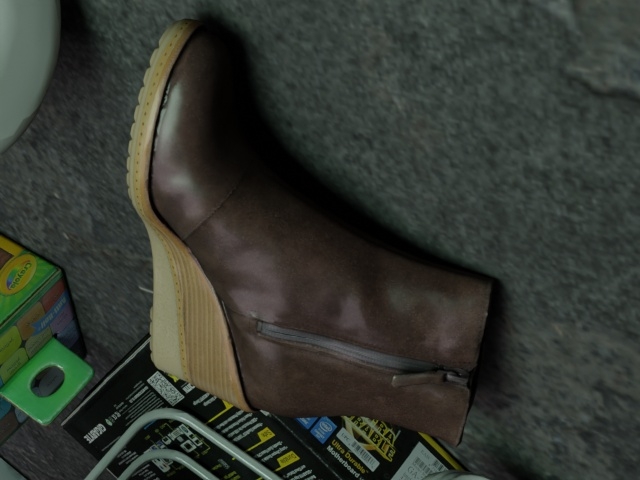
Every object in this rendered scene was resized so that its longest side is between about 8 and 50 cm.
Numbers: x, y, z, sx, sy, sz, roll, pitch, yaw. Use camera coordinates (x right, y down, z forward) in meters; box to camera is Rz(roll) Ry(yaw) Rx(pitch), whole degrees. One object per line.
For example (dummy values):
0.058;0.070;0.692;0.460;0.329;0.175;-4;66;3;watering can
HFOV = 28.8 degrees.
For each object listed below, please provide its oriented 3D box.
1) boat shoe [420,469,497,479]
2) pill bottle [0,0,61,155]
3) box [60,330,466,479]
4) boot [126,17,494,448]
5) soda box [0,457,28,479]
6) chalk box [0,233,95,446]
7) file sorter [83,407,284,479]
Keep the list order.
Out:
0.180;0.224;0.765;0.277;0.098;0.096;35;148;-5;boat shoe
-0.347;-0.141;0.795;0.361;0.204;0.204;8;134;43;pill bottle
-0.051;0.169;0.963;0.257;0.079;0.322;42;148;-4;box
0.000;0.000;0.721;0.207;0.090;0.248;10;122;14;boot
-0.400;0.327;1.514;0.286;0.091;0.098;37;148;9;soda box
-0.295;0.080;1.070;0.213;0.132;0.132;26;145;23;chalk box
-0.108;0.281;0.922;0.193;0.173;0.277;33;147;12;file sorter
